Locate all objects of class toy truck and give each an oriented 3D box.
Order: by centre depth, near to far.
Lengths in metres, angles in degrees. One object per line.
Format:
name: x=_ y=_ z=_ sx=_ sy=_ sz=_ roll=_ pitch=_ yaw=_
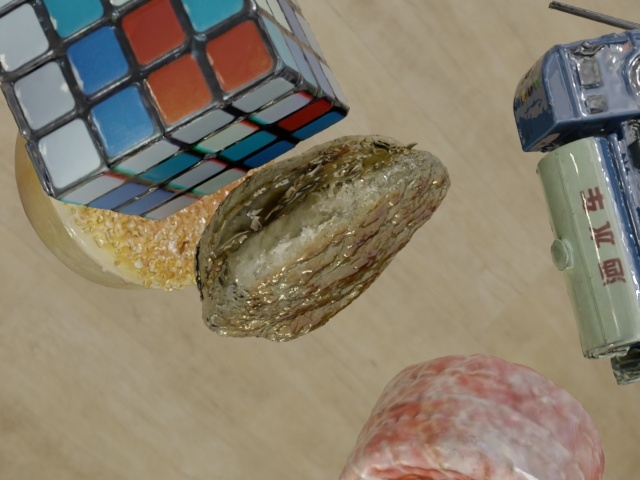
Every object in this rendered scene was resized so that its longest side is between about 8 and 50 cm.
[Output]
toy truck: x=0.172 y=-0.017 z=0.750 sx=0.088 sy=0.074 sz=0.201 roll=-9 pitch=78 yaw=-14

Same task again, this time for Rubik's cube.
Rubik's cube: x=-0.095 y=-0.116 z=0.773 sx=0.155 sy=0.151 sz=0.154 roll=-27 pitch=78 yaw=12

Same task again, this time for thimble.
thimble: x=0.140 y=0.228 z=1.205 sx=0.162 sy=0.239 sz=0.239 roll=-55 pitch=135 yaw=-47

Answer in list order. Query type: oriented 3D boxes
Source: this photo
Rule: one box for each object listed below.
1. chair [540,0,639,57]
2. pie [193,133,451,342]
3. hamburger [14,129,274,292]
chair: x=0.355 y=-0.249 z=1.278 sx=0.247 sy=0.172 sz=0.158 roll=10 pitch=74 yaw=10
pie: x=0.000 y=0.000 z=0.870 sx=0.193 sy=0.079 sz=0.163 roll=-33 pitch=149 yaw=-3
hamburger: x=-0.183 y=-0.086 z=1.382 sx=0.302 sy=0.170 sz=0.302 roll=19 pitch=63 yaw=-41
